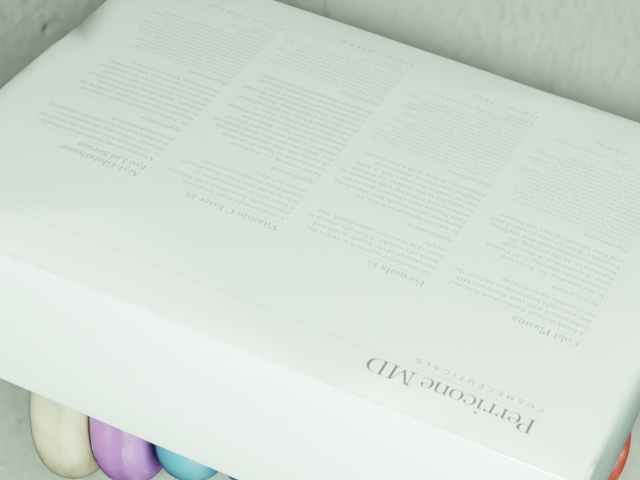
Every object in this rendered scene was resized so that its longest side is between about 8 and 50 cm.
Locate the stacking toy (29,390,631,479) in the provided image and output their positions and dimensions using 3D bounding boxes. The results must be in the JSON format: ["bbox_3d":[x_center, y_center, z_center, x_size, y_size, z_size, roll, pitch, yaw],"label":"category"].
[{"bbox_3d":[0.010,0.093,0.963,0.330,0.141,0.141,9,83,8],"label":"stacking toy"}]

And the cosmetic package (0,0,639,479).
[{"bbox_3d":[0.000,0.000,0.900,0.377,0.284,0.097,21,129,16],"label":"cosmetic package"}]
